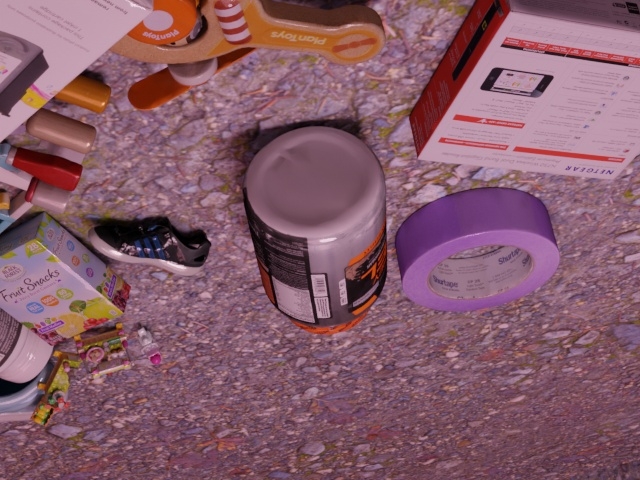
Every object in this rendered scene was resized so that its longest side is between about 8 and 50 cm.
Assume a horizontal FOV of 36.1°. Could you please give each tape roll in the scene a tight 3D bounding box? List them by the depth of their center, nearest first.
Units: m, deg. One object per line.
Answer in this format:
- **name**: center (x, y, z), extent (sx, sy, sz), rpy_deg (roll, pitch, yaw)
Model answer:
- **tape roll**: center (0.272, 0.022, 1.714), extent (0.275, 0.090, 0.275), rpy_deg (-5, 148, -3)

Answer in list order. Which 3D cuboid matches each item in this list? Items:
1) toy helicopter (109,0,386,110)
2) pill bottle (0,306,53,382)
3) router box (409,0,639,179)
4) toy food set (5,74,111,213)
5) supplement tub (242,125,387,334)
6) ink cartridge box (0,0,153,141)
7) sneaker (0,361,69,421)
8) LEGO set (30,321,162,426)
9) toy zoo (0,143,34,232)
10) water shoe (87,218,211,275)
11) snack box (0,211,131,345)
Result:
- **toy helicopter**: center (-0.095, -0.247, 1.166), extent (0.355, 0.140, 0.235), rpy_deg (3, 149, -21)
- **pill bottle**: center (-0.598, 0.141, 1.656), extent (0.162, 0.162, 0.278), rpy_deg (-24, 144, 25)
- **router box**: center (0.332, -0.214, 1.351), extent (0.335, 0.082, 0.301), rpy_deg (5, 147, -19)
- **toy food set**: center (-0.371, -0.126, 1.328), extent (0.104, 0.111, 0.232), rpy_deg (20, 142, -18)
- **supplement tub**: center (0.000, 0.000, 1.510), extent (0.207, 0.207, 0.338), rpy_deg (-7, 149, 0)
- **ink cartridge box**: center (-0.311, -0.260, 1.008), extent (0.306, 0.226, 0.131), rpy_deg (-30, 140, 34)
- **sneaker**: center (-0.691, 0.291, 1.928), extent (0.366, 0.135, 0.150), rpy_deg (-12, 141, -8)
- **LEGO set**: center (-0.439, 0.262, 1.854), extent (0.287, 0.107, 0.132), rpy_deg (-33, 132, -3)
- **toy zoo**: center (-0.541, -0.067, 1.456), extent (0.192, 0.030, 0.293), rpy_deg (23, 137, -39)
- **water shoe**: center (-0.276, -0.005, 1.596), extent (0.203, 0.073, 0.080), rpy_deg (16, 115, -32)
- **snack box**: center (-0.448, 0.069, 1.613), extent (0.174, 0.070, 0.207), rpy_deg (-25, 127, 26)
